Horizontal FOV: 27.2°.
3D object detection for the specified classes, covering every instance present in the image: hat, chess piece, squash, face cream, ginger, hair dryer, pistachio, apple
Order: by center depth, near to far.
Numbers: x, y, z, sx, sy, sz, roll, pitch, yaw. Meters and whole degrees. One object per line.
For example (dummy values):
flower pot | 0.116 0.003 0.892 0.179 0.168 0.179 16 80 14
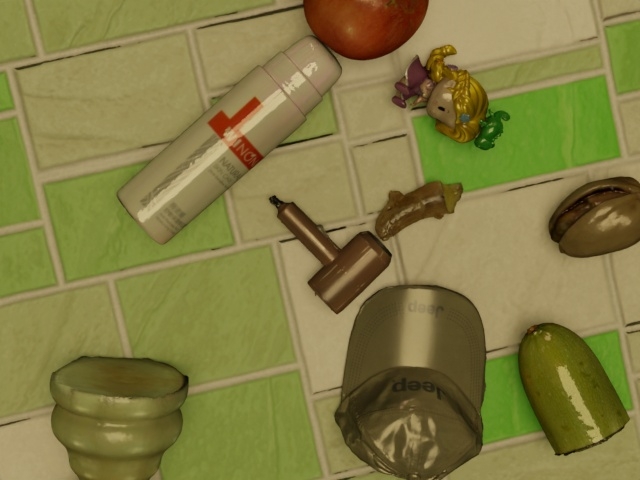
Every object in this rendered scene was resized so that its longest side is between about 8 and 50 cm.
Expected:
apple | 0.057 -0.318 1.742 0.163 0.163 0.139 34 132 -6
face cream | -0.114 -0.141 1.770 0.345 0.102 0.102 -42 96 2
chess piece | -0.278 0.336 1.779 0.182 0.182 0.330 4 101 -4
hat | 0.132 0.194 1.805 0.214 0.149 0.245 2 106 -4
hair dryer | 0.000 0.000 1.813 0.117 0.064 0.182 -45 91 0
pistachio | 0.387 -0.030 1.817 0.149 0.113 0.113 -23 96 14
squash | 0.335 0.198 1.824 0.123 0.123 0.187 -30 93 -1
ginger | 0.136 -0.048 1.825 0.137 0.044 0.057 -23 114 0

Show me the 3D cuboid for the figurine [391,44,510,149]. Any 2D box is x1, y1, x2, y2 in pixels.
figurine | 0.190 -0.199 1.794 0.156 0.095 0.115 31 71 12
